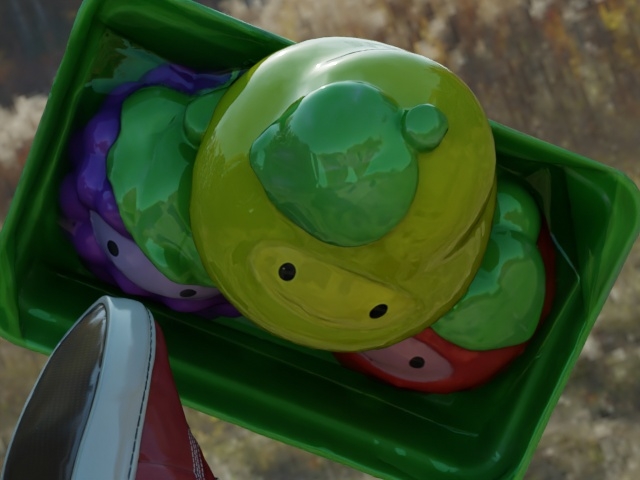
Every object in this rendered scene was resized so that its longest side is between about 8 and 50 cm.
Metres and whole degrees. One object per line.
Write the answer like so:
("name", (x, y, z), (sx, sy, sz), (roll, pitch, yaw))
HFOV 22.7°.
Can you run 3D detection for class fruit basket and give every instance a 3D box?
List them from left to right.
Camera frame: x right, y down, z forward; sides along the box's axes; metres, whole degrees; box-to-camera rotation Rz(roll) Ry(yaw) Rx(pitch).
("fruit basket", (0.000, 0.000, 0.956), (0.392, 0.282, 0.392), (21, 16, -6))

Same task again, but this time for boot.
("boot", (-0.049, 0.143, 0.715), (0.088, 0.176, 0.244), (-47, 31, 30))
